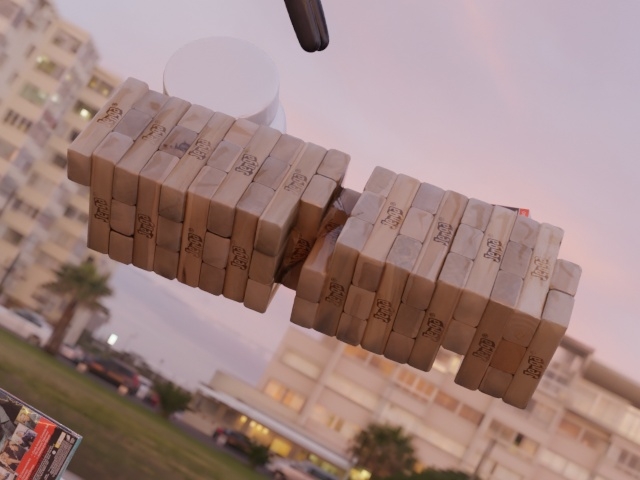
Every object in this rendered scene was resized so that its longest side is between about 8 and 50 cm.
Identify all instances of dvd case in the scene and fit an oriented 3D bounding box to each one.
[{"bbox_3d":[-0.279,0.182,1.006,0.119,0.087,0.013,27,-2,11],"label":"dvd case"}]

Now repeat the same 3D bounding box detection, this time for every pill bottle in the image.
[{"bbox_3d":[-0.124,-0.110,1.434,0.161,0.161,0.283,27,-33,13],"label":"pill bottle"}]

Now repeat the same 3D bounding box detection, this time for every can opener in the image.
[{"bbox_3d":[-0.027,-0.278,1.138,0.073,0.186,0.059,-9,3,32],"label":"can opener"}]

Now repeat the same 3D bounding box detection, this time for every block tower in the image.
[{"bbox_3d":[0.000,0.000,0.774,0.335,0.091,0.097,21,-46,7],"label":"block tower"}]

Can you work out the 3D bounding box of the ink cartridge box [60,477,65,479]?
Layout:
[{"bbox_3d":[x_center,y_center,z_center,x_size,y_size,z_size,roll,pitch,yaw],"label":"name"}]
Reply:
[{"bbox_3d":[-0.279,0.305,1.052,0.224,0.181,0.056,35,-22,-9],"label":"ink cartridge box"}]

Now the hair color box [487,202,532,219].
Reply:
[{"bbox_3d":[0.183,0.031,1.134,0.053,0.093,0.167,8,-12,18],"label":"hair color box"}]
